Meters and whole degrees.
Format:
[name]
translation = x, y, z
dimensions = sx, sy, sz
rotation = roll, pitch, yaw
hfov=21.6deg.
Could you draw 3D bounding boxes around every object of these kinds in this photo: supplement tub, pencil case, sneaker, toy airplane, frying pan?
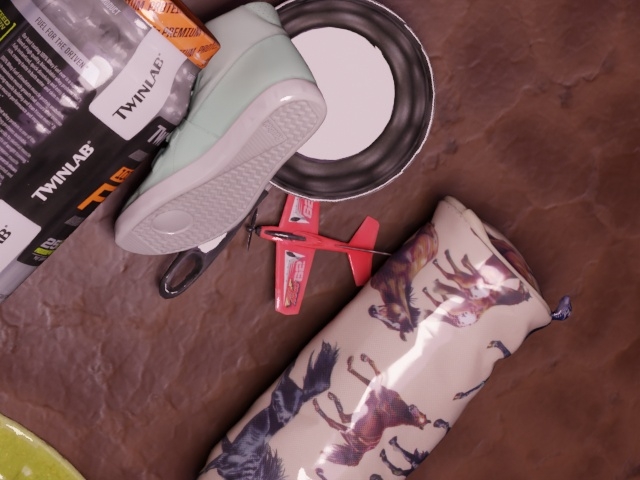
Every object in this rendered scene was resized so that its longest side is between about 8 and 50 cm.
[supplement tub]
translation = -0.247, -0.107, 1.431
dimensions = 0.316, 0.193, 0.193
rotation = -45, 110, 6
[pencil case]
translation = 0.050, 0.159, 1.603
dimensions = 0.410, 0.160, 0.183
rotation = -48, 136, 1
[sneaker]
translation = -0.104, -0.103, 1.519
dimensions = 0.094, 0.151, 0.256
rotation = 20, 130, -43
[toy airplane]
translation = 0.000, 0.000, 1.620
dimensions = 0.151, 0.028, 0.151
rotation = 1, 87, -15
[frying pan]
translation = -0.012, -0.075, 1.579
dimensions = 0.197, 0.053, 0.326
rotation = 18, 100, -8

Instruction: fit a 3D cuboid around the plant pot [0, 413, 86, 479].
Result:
[plant pot]
translation = -0.356, 0.316, 1.504
dimensions = 0.276, 0.276, 0.254
rotation = 32, 106, -19
